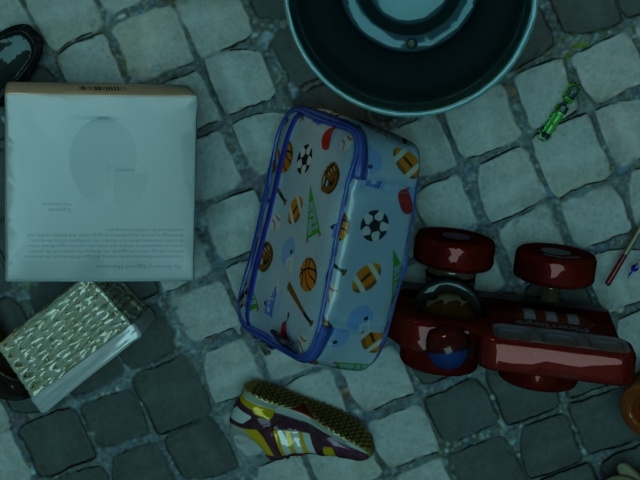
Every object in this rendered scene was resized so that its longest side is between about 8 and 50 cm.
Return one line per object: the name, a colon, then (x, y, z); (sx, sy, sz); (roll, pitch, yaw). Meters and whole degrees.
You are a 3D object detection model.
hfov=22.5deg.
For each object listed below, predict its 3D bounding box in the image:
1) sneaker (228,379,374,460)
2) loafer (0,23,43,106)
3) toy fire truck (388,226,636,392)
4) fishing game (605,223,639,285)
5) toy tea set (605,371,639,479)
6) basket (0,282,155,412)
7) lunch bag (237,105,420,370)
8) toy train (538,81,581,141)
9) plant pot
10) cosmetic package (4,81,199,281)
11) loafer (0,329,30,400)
sneaker: (-0.025, 0.248, 2.044); (0.185, 0.069, 0.084); (25, 111, 4)
loafer: (-0.430, -0.179, 1.965); (0.223, 0.078, 0.076); (-38, 98, 10)
toy fire truck: (0.208, 0.099, 1.900); (0.302, 0.254, 0.169); (8, 102, 1)
fishing game: (0.496, 0.055, 1.988); (0.264, 0.041, 0.189); (29, 94, 2)
toy tea set: (0.460, 0.289, 2.003); (0.200, 0.124, 0.336); (27, 125, 31)
basket: (-0.305, 0.116, 2.003); (0.167, 0.113, 0.103); (-38, 95, 9)
lunch bag: (0.000, 0.000, 1.906); (0.115, 0.243, 0.303); (10, 99, -31)
toy train: (0.292, -0.156, 1.961); (0.017, 0.024, 0.083); (31, 101, -3)
plant pot: (0.104, -0.290, 1.826); (0.271, 0.255, 0.272); (1, 101, 4)
cosmetic package: (-0.265, -0.072, 1.931); (0.224, 0.138, 0.225); (1, 101, -10)
loafer: (-0.439, 0.115, 2.025); (0.220, 0.080, 0.078); (41, 101, -5)
